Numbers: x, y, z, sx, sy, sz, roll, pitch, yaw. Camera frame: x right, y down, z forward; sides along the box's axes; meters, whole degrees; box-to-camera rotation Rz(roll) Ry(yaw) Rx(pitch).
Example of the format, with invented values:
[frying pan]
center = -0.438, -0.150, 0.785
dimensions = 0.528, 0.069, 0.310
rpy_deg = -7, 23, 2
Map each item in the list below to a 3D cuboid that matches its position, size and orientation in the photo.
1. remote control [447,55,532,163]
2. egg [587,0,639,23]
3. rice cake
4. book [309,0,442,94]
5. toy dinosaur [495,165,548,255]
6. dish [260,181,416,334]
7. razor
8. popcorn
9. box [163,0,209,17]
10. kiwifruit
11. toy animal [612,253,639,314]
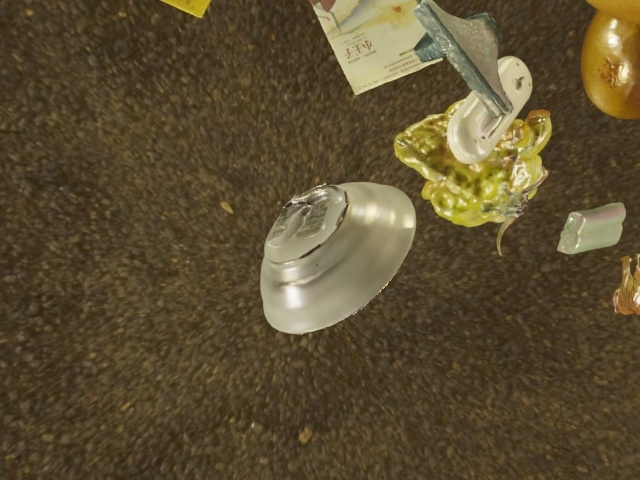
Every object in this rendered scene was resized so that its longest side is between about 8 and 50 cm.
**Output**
[remote control]
center = 0.256, -0.197, 1.150
dimensions = 0.078, 0.042, 0.221
rpy_deg = 53, 56, -20
[egg]
center = 0.431, -0.437, 1.024
dimensions = 0.322, 0.250, 0.250
rpy_deg = 39, 86, -33
[rice cake]
center = 0.502, -0.024, 1.416
dimensions = 0.042, 0.222, 0.080
rpy_deg = 25, 111, 37
[book]
center = 0.090, -0.441, 1.482
dimensions = 0.201, 0.026, 0.289
rpy_deg = -17, 116, 28
[toy dinosaur]
center = 0.313, -0.052, 1.280
dimensions = 0.058, 0.180, 0.037
rpy_deg = 19, 44, -2
[dish]
center = 0.000, 0.000, 1.275
dimensions = 0.316, 0.316, 0.106
rpy_deg = -46, 121, -3
[razor]
center = 0.076, -0.110, 0.438
dimensions = 0.033, 0.190, 0.066
rpy_deg = -39, 100, 9
[popcorn]
center = 0.329, -0.150, 1.661
dimensions = 0.322, 0.290, 0.325
rpy_deg = -13, 52, 3
[box]
center = -0.236, -0.319, 0.791
dimensions = 0.279, 0.153, 0.041
rpy_deg = 22, 117, -13
[kiwifruit]
center = 0.547, -0.327, 1.330
dimensions = 0.196, 0.234, 0.195
rpy_deg = -6, 55, 9
[toy animal]
center = 0.513, 0.074, 1.231
dimensions = 0.057, 0.241, 0.099
rpy_deg = 7, 89, 9
